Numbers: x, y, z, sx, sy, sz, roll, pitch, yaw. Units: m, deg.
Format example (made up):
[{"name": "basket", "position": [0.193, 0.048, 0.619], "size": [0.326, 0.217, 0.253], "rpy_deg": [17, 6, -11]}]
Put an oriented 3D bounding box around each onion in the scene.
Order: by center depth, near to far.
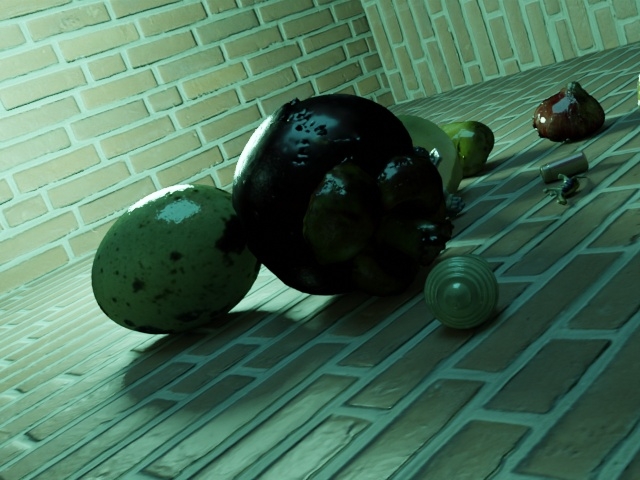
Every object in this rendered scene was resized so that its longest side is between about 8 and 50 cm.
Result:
[{"name": "onion", "position": [0.636, -0.334, 2.027], "size": [0.184, 0.147, 0.184], "rpy_deg": [-6, 19, 2]}]

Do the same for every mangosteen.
[{"name": "mangosteen", "position": [0.030, -0.063, 1.428], "size": [0.381, 0.381, 0.421], "rpy_deg": [-21, 42, -4]}]

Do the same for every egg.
[{"name": "egg", "position": [-0.292, 0.045, 1.595], "size": [0.379, 0.287, 0.287], "rpy_deg": [-36, 9, 16]}]

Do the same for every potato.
[{"name": "potato", "position": [0.357, -0.237, 2.066], "size": [0.200, 0.137, 0.154], "rpy_deg": [-8, 19, 38]}]

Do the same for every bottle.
[{"name": "bottle", "position": [0.525, -0.158, 1.701], "size": [0.096, 0.045, 0.045], "rpy_deg": [-21, 13, 9]}]

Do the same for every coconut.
[{"name": "coconut", "position": [0.208, -0.178, 1.875], "size": [0.259, 0.259, 0.259], "rpy_deg": [-19, 13, 5]}]

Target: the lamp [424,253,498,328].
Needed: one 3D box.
[{"name": "lamp", "position": [0.216, 0.065, 1.167], "size": [0.106, 0.106, 0.193], "rpy_deg": [-16, 5, 21]}]

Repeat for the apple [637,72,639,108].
[{"name": "apple", "position": [0.774, -0.302, 1.479], "size": [0.252, 0.314, 0.309], "rpy_deg": [-61, 12, -9]}]

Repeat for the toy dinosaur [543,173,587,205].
[{"name": "toy dinosaur", "position": [0.486, -0.107, 1.575], "size": [0.058, 0.037, 0.180], "rpy_deg": [15, 37, 27]}]

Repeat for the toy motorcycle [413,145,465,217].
[{"name": "toy motorcycle", "position": [0.224, -0.101, 1.679], "size": [0.204, 0.108, 0.239], "rpy_deg": [1, -28, -18]}]
